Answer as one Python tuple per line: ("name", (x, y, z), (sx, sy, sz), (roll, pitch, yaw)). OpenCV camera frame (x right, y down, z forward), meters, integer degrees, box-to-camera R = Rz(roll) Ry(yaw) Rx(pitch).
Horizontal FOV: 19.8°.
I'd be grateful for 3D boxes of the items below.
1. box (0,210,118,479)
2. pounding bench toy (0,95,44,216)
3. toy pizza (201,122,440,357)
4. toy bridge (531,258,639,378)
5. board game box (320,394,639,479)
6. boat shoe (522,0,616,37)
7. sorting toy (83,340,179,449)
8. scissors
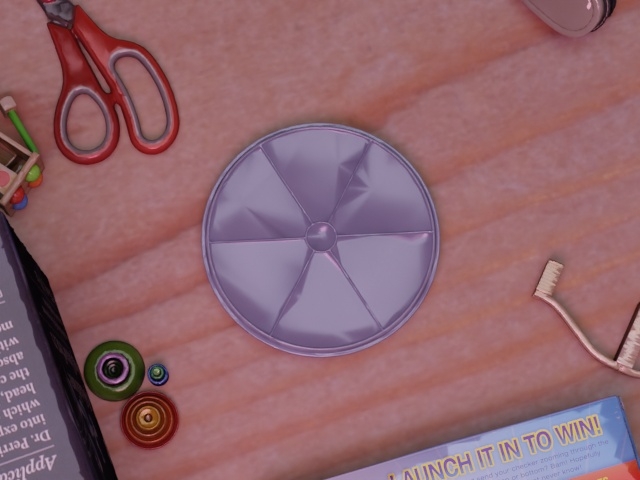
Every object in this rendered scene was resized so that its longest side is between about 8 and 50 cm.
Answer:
("box", (-0.256, 0.213, 1.367), (0.212, 0.293, 0.395), (-19, 82, -6))
("pounding bench toy", (-0.260, -0.071, 1.539), (0.065, 0.052, 0.083), (32, 80, 3))
("toy pizza", (0.000, 0.000, 1.549), (0.201, 0.032, 0.201), (0, 79, -2))
("toy bridge", (0.265, 0.083, 1.549), (0.188, 0.026, 0.063), (25, 82, 2))
("board game box", (0.134, 0.312, 1.472), (0.308, 0.086, 0.302), (-15, 81, -5))
("boat shoe", (0.178, -0.261, 1.601), (0.206, 0.075, 0.065), (48, 38, 11))
("sorting toy", (-0.152, 0.123, 1.514), (0.061, 0.042, 0.102), (-37, 83, -8))
("scissors", (-0.216, -0.201, 1.584), (0.109, 0.021, 0.297), (-22, 81, -4))
